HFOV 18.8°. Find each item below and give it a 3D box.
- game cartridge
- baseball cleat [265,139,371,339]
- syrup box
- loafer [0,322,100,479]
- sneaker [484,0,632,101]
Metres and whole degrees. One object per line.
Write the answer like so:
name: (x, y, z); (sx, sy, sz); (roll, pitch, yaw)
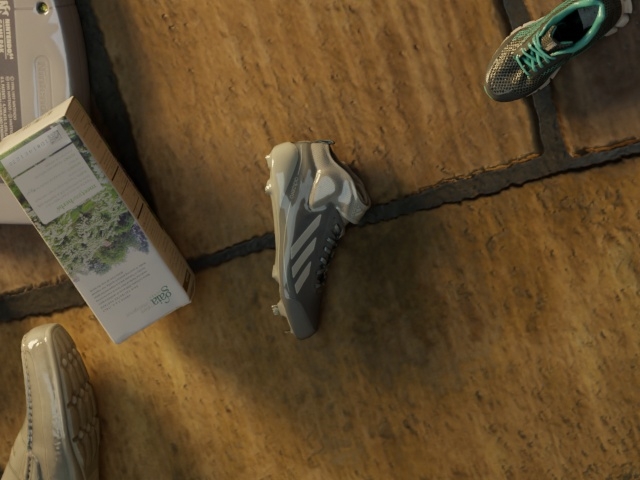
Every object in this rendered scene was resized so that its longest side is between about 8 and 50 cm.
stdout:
game cartridge: (-0.343, -0.163, 2.060); (0.196, 0.060, 0.294); (2, 102, 22)
baseball cleat: (0.000, 0.000, 1.967); (0.109, 0.072, 0.206); (-5, 103, 13)
syrup box: (-0.231, -0.020, 1.993); (0.093, 0.096, 0.237); (-31, 104, 8)
loafer: (-0.296, 0.248, 2.094); (0.111, 0.112, 0.319); (-4, 100, 11)
sneaker: (0.219, -0.191, 1.852); (0.166, 0.076, 0.065); (-39, 86, 21)
